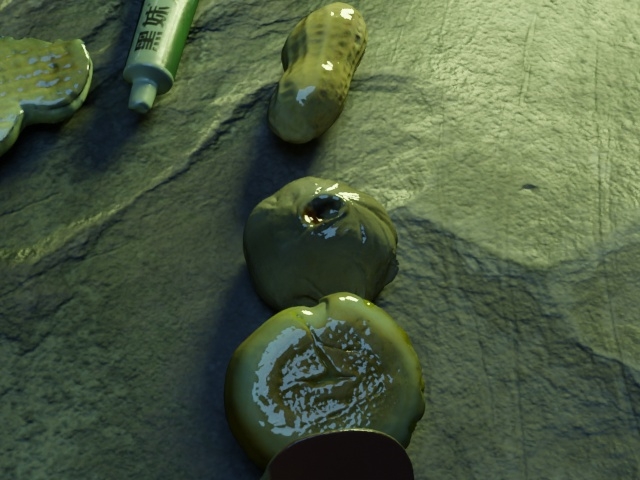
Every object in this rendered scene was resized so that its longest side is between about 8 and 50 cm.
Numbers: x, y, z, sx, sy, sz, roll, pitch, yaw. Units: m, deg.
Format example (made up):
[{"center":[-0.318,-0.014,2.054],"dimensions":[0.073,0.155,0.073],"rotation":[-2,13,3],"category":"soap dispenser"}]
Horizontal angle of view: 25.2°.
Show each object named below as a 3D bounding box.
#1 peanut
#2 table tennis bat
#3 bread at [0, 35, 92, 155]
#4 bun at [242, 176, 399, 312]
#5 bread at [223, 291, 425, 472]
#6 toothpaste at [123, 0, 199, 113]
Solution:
[{"center":[-0.006,-0.206,1.756],"dimensions":[0.098,0.090,0.214],"rotation":[19,57,-1],"category":"peanut"},{"center":[-0.025,0.256,1.426],"dimensions":[0.246,0.138,0.022],"rotation":[-6,19,-12],"category":"table tennis bat"},{"center":[-0.395,-0.181,1.760],"dimensions":[0.232,0.064,0.172],"rotation":[-38,67,-22],"category":"bread"},{"center":[0.000,0.000,1.604],"dimensions":[0.173,0.113,0.166],"rotation":[-23,59,-11],"category":"bun"},{"center":[0.005,0.162,1.498],"dimensions":[0.213,0.105,0.213],"rotation":[3,70,-8],"category":"bread"},{"center":[-0.190,-0.315,1.849],"dimensions":[0.099,0.061,0.392],"rotation":[6,55,8],"category":"toothpaste"}]
